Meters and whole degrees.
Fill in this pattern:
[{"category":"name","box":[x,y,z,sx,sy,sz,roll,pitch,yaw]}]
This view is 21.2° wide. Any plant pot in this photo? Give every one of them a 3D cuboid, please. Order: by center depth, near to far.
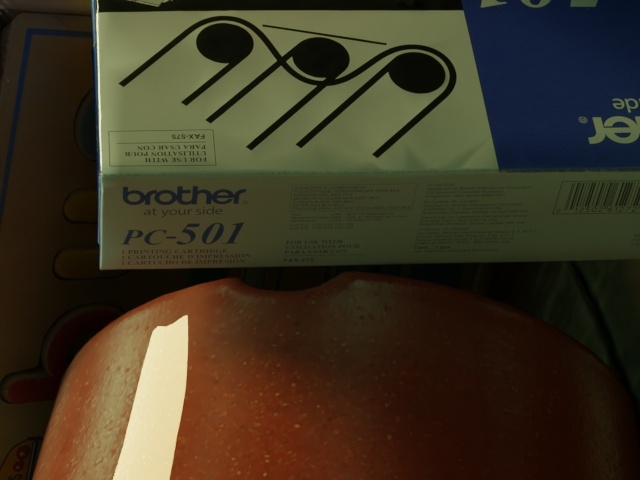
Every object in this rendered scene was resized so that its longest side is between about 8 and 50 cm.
[{"category":"plant pot","box":[0.000,0.170,0.513,0.272,0.272,0.265,120,159,-52]}]

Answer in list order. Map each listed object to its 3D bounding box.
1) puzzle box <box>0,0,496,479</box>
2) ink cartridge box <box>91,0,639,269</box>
[{"category":"puzzle box","box":[-0.060,0.096,0.685,0.052,0.272,0.409,28,113,46]},{"category":"ink cartridge box","box":[0.034,-0.043,0.530,0.046,0.207,0.097,99,167,-49]}]
